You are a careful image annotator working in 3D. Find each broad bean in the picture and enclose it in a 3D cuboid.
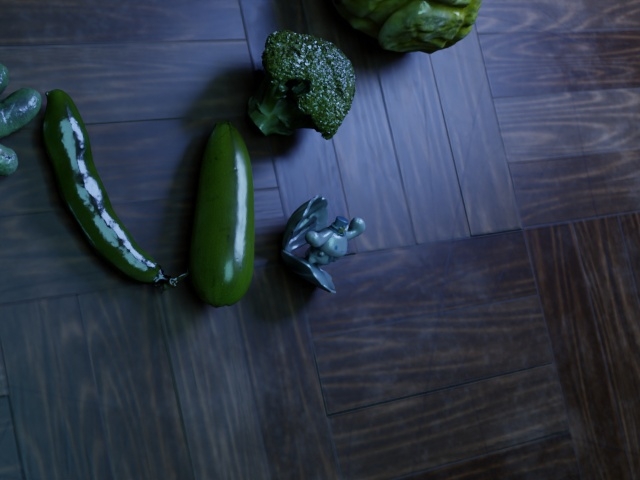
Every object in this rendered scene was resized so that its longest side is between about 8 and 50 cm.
[{"bbox_3d":[-0.215,-0.041,1.207,0.069,0.039,0.227,-36,99,-27],"label":"broad bean"}]

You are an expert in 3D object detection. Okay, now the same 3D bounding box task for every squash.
[{"bbox_3d":[-0.099,-0.027,1.263,0.066,0.066,0.201,12,66,-30],"label":"squash"}]

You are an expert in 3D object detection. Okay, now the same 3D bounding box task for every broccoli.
[{"bbox_3d":[-0.022,-0.161,1.320,0.120,0.131,0.130,-37,116,5],"label":"broccoli"}]

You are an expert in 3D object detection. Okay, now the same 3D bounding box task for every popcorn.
[{"bbox_3d":[0.103,-0.304,1.407,0.185,0.167,0.187,35,23,6],"label":"popcorn"}]

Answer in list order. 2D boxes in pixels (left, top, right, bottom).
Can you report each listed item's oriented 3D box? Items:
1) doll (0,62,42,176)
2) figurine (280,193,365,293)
[{"bbox_3d":[-0.317,-0.106,1.142,0.115,0.077,0.150,46,48,-23],"label":"doll"},{"bbox_3d":[0.000,0.000,1.305,0.082,0.094,0.086,33,91,19],"label":"figurine"}]
